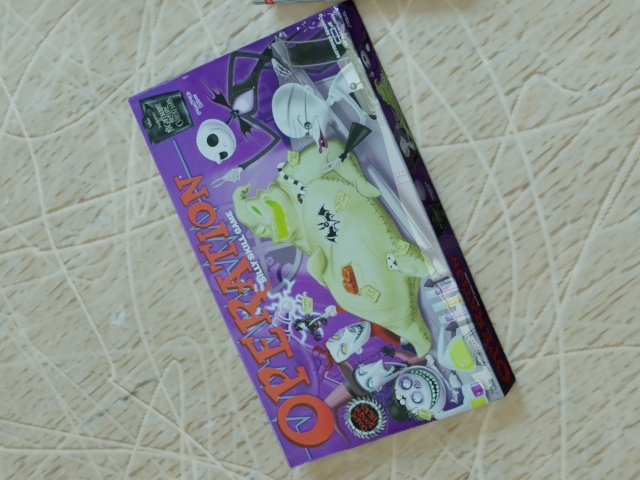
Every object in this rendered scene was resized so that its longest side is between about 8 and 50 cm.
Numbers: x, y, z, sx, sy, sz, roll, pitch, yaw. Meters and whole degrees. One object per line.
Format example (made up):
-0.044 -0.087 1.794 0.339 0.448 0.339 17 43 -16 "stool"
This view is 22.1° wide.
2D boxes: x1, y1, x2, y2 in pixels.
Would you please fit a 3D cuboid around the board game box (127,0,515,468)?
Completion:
0.000 0.000 1.361 0.208 0.056 0.347 -21 96 26 "board game box"

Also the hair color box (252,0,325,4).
0.015 -0.231 1.267 0.167 0.093 0.053 -2 63 18 "hair color box"
